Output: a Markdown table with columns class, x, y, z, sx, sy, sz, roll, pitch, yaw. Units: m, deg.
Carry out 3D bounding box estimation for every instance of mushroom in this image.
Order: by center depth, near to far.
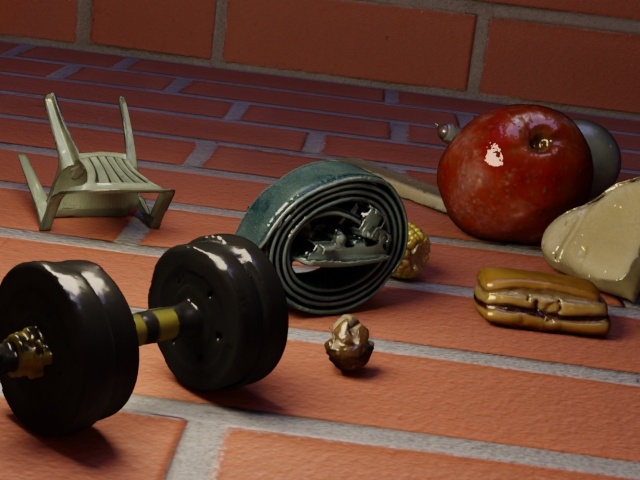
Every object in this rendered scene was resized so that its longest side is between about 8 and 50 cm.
| class | x | y | z | sx | sy | sz | roll | pitch | yaw |
| --- | --- | --- | --- | --- | --- | --- | --- | --- | --- |
| mushroom | 0.040 | 0.120 | 1.575 | 0.060 | 0.061 | 0.187 | 35 | 11 | -5 |

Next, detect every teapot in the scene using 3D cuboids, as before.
| class | x | y | z | sx | sy | sz | roll | pitch | yaw |
| --- | --- | --- | --- | --- | --- | --- | --- | --- | --- |
| teapot | 0.516 | -0.141 | 2.503 | 0.183 | 0.183 | 0.251 | 12 | 27 | 17 |

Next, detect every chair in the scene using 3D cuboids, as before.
| class | x | y | z | sx | sy | sz | roll | pitch | yaw |
| --- | --- | --- | --- | --- | --- | --- | --- | --- | --- |
| chair | -0.366 | -0.110 | 1.989 | 0.203 | 0.190 | 0.274 | -3 | 47 | -29 |

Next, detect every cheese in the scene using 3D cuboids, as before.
| class | x | y | z | sx | sy | sz | roll | pitch | yaw |
| --- | --- | --- | --- | --- | --- | --- | --- | --- | --- |
| cheese | 0.165 | -0.115 | 2.480 | 0.085 | 0.034 | 0.400 | -6 | 21 | -36 |

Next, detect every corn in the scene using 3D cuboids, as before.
| class | x | y | z | sx | sy | sz | roll | pitch | yaw |
| --- | --- | --- | --- | --- | --- | --- | --- | --- | --- |
| corn | 0.069 | -0.008 | 1.964 | 0.244 | 0.093 | 0.093 | 21 | 22 | 39 |

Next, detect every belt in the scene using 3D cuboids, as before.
| class | x | y | z | sx | sy | sz | roll | pitch | yaw |
| --- | --- | --- | --- | --- | --- | --- | --- | --- | --- |
| belt | 0.000 | 0.000 | 1.705 | 0.267 | 0.206 | 0.116 | -15 | 26 | -31 |

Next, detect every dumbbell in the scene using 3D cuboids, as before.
| class | x | y | z | sx | sy | sz | roll | pitch | yaw |
| --- | --- | --- | --- | --- | --- | --- | --- | --- | --- |
| dumbbell | -0.194 | 0.096 | 1.329 | 0.185 | 0.185 | 0.388 | 21 | 20 | 40 |

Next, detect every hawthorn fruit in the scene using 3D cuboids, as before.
| class | x | y | z | sx | sy | sz | roll | pitch | yaw |
| --- | --- | --- | --- | --- | --- | --- | --- | --- | --- |
| hawthorn fruit | 0.354 | -0.115 | 2.190 | 0.284 | 0.284 | 0.284 | 6 | 16 | -2 |

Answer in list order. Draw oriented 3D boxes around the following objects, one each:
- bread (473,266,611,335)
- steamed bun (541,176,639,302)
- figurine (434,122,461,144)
| class | x | y | z | sx | sy | sz | roll | pitch | yaw |
| --- | --- | --- | --- | --- | --- | --- | --- | --- | --- |
| bread | 0.327 | 0.088 | 1.788 | 0.200 | 0.077 | 0.116 | 7 | 8 | -1 |
| steamed bun | 0.481 | 0.006 | 2.022 | 0.212 | 0.231 | 0.110 | 2 | -36 | 47 |
| figurine | 0.308 | -0.163 | 2.557 | 0.205 | 0.103 | 0.260 | 40 | 31 | 16 |
